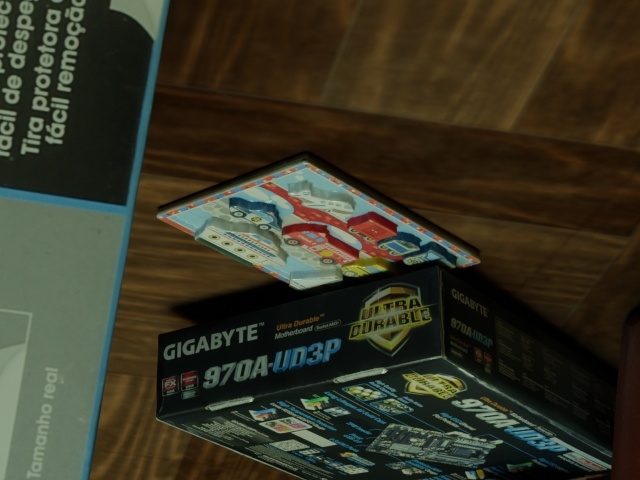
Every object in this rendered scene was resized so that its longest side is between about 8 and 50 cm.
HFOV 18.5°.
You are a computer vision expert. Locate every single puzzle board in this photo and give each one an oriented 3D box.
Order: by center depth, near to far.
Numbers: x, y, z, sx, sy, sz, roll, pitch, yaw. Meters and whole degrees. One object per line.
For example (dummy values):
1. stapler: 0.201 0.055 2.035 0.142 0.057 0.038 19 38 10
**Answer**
1. puzzle board: 0.000 0.000 0.937 0.096 0.011 0.128 -19 146 38

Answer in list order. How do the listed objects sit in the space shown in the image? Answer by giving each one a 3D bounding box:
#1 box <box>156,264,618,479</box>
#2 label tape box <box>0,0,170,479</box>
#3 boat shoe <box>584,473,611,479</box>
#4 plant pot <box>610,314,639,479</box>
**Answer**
1. box: 0.046 0.087 1.052 0.175 0.051 0.220 -15 153 32
2. label tape box: -0.241 -0.007 0.665 0.348 0.249 0.115 9 -172 -14
3. boat shoe: 0.191 0.186 1.132 0.105 0.113 0.306 -26 160 30
4. plant pot: 0.249 0.164 0.957 0.272 0.265 0.272 2 153 1
